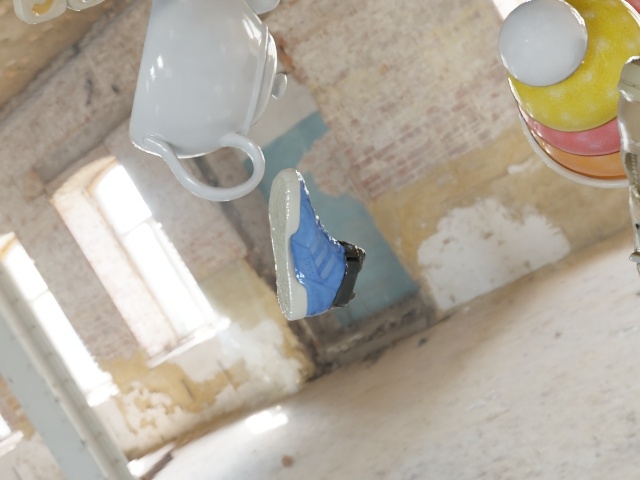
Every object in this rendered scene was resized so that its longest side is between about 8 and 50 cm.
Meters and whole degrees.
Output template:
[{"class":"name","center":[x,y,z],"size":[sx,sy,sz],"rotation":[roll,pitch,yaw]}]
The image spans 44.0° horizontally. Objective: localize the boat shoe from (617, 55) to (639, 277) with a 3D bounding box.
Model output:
[{"class":"boat shoe","center":[0.244,-0.010,0.458],"size":[0.341,0.122,0.110],"rotation":[15,-78,-51]}]

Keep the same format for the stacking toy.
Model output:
[{"class":"stacking toy","center":[0.395,-0.274,1.204],"size":[0.351,0.350,0.480],"rotation":[-30,-20,31]}]

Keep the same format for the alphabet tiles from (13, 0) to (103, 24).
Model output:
[{"class":"alphabet tiles","center":[-0.215,-0.342,0.702],"size":[0.284,0.021,0.277],"rotation":[-42,-33,-48]}]

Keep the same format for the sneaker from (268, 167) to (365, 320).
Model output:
[{"class":"sneaker","center":[0.000,0.000,0.777],"size":[0.085,0.152,0.058],"rotation":[-10,16,-20]}]

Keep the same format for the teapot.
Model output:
[{"class":"teapot","center":[-0.137,-0.211,1.021],"size":[0.252,0.187,0.255],"rotation":[-112,36,-67]}]
